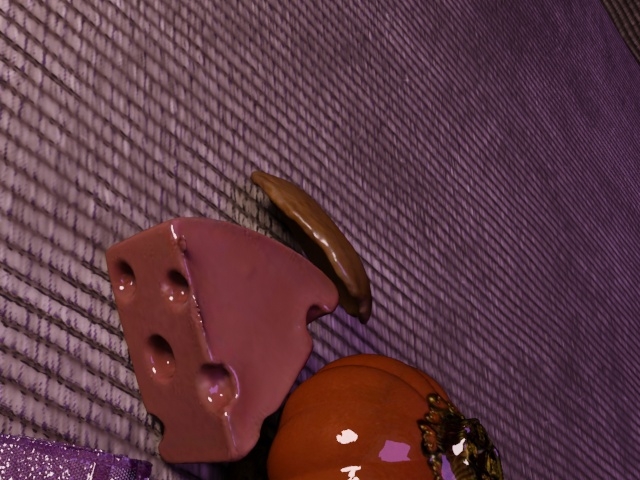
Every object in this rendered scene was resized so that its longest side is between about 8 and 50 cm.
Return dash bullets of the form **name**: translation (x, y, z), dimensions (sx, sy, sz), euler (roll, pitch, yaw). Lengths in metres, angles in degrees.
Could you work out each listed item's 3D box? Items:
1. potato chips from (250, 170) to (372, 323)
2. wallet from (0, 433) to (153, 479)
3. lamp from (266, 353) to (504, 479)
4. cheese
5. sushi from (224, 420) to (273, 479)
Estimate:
- **potato chips**: translation (0.000, 0.000, 0.678), dimensions (0.201, 0.049, 0.150), euler (55, 0, 36)
- **wallet**: translation (-0.208, 0.191, 0.432), dimensions (0.166, 0.030, 0.111), euler (17, 60, -18)
- **lamp**: translation (0.052, 0.208, 0.545), dimensions (0.223, 0.197, 0.223), euler (44, 34, -40)
- **cheese**: translation (-0.071, 0.075, 0.589), dimensions (0.177, 0.128, 0.202), euler (-13, 83, -48)
- **sushi**: translation (-0.065, 0.232, 0.591), dimensions (0.052, 0.055, 0.120), euler (34, 51, -26)
